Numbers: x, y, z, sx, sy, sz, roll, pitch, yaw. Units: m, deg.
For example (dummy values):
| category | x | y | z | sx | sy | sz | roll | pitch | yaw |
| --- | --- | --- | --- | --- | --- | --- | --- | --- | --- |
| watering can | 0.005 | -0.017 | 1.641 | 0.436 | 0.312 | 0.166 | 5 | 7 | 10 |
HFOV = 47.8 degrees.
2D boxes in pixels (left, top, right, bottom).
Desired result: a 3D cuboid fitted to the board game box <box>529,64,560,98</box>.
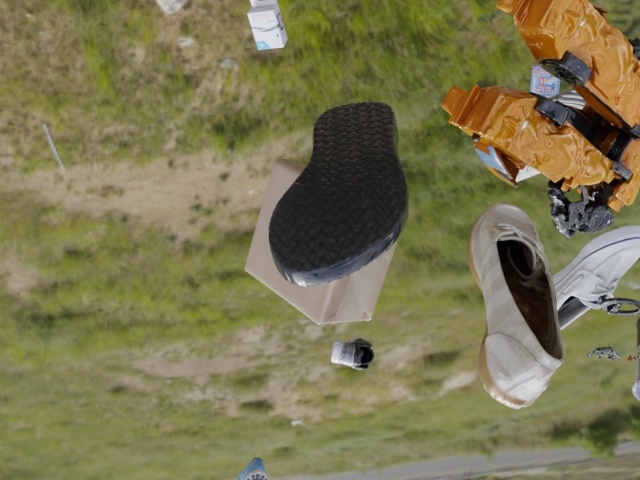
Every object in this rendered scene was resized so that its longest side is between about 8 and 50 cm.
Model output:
| category | x | y | z | sx | sy | sz | roll | pitch | yaw |
| --- | --- | --- | --- | --- | --- | --- | --- | --- | --- |
| board game box | 0.475 | -0.273 | 1.551 | 0.060 | 0.194 | 0.194 | 6 | -169 | 16 |

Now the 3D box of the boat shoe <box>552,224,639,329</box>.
| category | x | y | z | sx | sy | sz | roll | pitch | yaw |
| --- | --- | --- | --- | --- | --- | --- | --- | --- | --- |
| boat shoe | 0.468 | 0.077 | 1.257 | 0.096 | 0.088 | 0.267 | 16 | 138 | -29 |

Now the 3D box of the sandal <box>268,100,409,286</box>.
| category | x | y | z | sx | sy | sz | roll | pitch | yaw |
| --- | --- | --- | --- | --- | --- | --- | --- | --- | --- |
| sandal | 0.047 | -0.061 | 0.994 | 0.168 | 0.445 | 0.107 | -3 | 123 | 14 |

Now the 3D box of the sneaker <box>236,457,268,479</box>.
| category | x | y | z | sx | sy | sz | roll | pitch | yaw |
| --- | --- | --- | --- | --- | --- | --- | --- | --- | --- |
| sneaker | -0.144 | 0.497 | 1.436 | 0.063 | 0.073 | 0.162 | 23 | 116 | -15 |

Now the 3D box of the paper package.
| category | x | y | z | sx | sy | sz | roll | pitch | yaw |
| --- | --- | --- | --- | --- | --- | --- | --- | --- | --- |
| paper package | 0.000 | 0.000 | 1.707 | 0.168 | 0.325 | 0.309 | 2 | 111 | -42 |

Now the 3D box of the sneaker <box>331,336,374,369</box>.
| category | x | y | z | sx | sy | sz | roll | pitch | yaw |
| --- | --- | --- | --- | --- | --- | --- | --- | --- | --- |
| sneaker | 0.084 | 0.243 | 1.533 | 0.075 | 0.063 | 0.170 | 13 | 179 | 24 |

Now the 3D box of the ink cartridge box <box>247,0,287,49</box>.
| category | x | y | z | sx | sy | sz | roll | pitch | yaw |
| --- | --- | --- | --- | --- | --- | --- | --- | --- | --- |
| ink cartridge box | -0.090 | -0.361 | 1.195 | 0.048 | 0.028 | 0.083 | -2 | 130 | 18 |

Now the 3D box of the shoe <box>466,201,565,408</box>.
| category | x | y | z | sx | sy | sz | roll | pitch | yaw |
| --- | --- | --- | --- | --- | --- | --- | --- | --- | --- |
| shoe | 0.168 | 0.036 | 0.599 | 0.077 | 0.219 | 0.058 | 19 | 132 | -8 |

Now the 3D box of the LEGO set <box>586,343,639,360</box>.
| category | x | y | z | sx | sy | sz | roll | pitch | yaw |
| --- | --- | --- | --- | --- | --- | --- | --- | --- | --- |
| LEGO set | 0.461 | 0.175 | 1.131 | 0.083 | 0.023 | 0.054 | 2 | 165 | 16 |

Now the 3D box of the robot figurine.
| category | x | y | z | sx | sy | sz | roll | pitch | yaw |
| --- | --- | --- | --- | --- | --- | --- | --- | --- | --- |
| robot figurine | 0.251 | -0.121 | 0.705 | 0.291 | 0.085 | 0.211 | 22 | 100 | -45 |

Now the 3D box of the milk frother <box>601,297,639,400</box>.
| category | x | y | z | sx | sy | sz | roll | pitch | yaw |
| --- | --- | --- | --- | --- | --- | --- | --- | --- | --- |
| milk frother | 0.515 | 0.170 | 1.149 | 0.143 | 0.134 | 0.129 | 8 | 137 | 19 |

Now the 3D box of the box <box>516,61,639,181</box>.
| category | x | y | z | sx | sy | sz | roll | pitch | yaw |
| --- | --- | --- | --- | --- | --- | --- | --- | --- | --- |
| box | 0.424 | -0.197 | 1.185 | 0.094 | 0.113 | 0.275 | -32 | -176 | -37 |
